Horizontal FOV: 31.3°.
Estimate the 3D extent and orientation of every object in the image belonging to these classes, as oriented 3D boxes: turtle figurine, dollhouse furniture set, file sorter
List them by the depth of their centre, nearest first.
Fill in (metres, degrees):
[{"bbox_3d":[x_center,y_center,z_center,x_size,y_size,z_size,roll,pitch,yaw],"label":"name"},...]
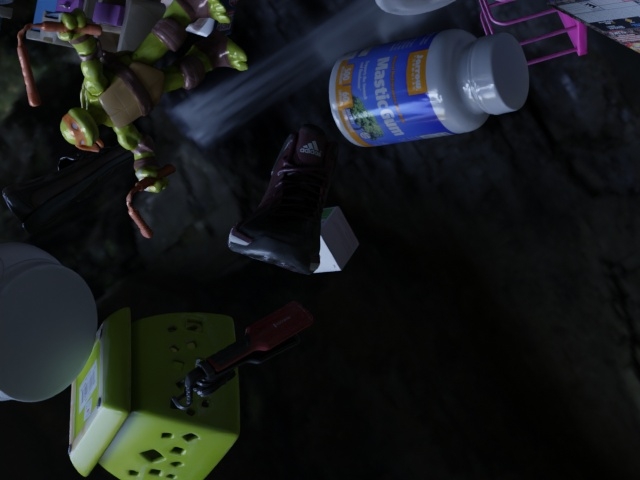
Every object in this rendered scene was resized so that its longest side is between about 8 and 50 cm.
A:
[{"bbox_3d":[-0.180,-0.149,1.156,0.087,0.217,0.269,32,155,49],"label":"turtle figurine"},{"bbox_3d":[-0.371,-0.339,1.313,0.303,0.198,0.286,5,-171,-40],"label":"dollhouse furniture set"},{"bbox_3d":[0.406,-0.509,2.255,0.290,0.182,0.202,68,-174,-56],"label":"file sorter"}]

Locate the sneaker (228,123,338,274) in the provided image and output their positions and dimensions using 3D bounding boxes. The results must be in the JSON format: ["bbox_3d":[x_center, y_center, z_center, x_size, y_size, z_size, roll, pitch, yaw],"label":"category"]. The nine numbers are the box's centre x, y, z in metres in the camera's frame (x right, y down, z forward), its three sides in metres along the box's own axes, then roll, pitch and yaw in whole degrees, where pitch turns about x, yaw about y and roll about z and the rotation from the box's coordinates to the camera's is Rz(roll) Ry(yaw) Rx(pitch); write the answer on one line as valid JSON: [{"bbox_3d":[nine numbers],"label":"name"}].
[{"bbox_3d":[-0.034,-0.058,1.335,0.106,0.162,0.281,17,-174,-5],"label":"sneaker"}]

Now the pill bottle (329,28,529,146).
[{"bbox_3d":[0.160,-0.227,1.681,0.152,0.272,0.152,9,-101,-50],"label":"pill bottle"}]

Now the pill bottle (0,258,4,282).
[{"bbox_3d":[-0.531,0.015,1.482,0.216,0.121,0.121,41,-163,-31],"label":"pill bottle"}]

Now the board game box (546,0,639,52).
[{"bbox_3d":[0.517,-0.356,1.620,0.291,0.141,0.232,19,175,-29],"label":"board game box"}]

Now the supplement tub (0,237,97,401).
[{"bbox_3d":[-0.524,0.108,1.738,0.331,0.241,0.241,11,157,39],"label":"supplement tub"}]

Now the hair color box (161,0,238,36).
[{"bbox_3d":[-0.226,-0.574,2.149,0.174,0.347,0.105,19,-160,13],"label":"hair color box"}]

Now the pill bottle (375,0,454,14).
[{"bbox_3d":[0.137,-0.548,1.871,0.176,0.176,0.318,28,-134,-69],"label":"pill bottle"}]

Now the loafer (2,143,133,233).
[{"bbox_3d":[-0.405,-0.107,1.851,0.084,0.096,0.267,47,-143,-3],"label":"loafer"}]

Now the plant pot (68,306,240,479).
[{"bbox_3d":[-0.266,0.245,1.767,0.207,0.228,0.227,14,-134,-24],"label":"plant pot"}]

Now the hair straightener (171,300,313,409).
[{"bbox_3d":[-0.099,0.153,1.380,0.047,0.089,0.230,41,-140,13],"label":"hair straightener"}]

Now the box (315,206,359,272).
[{"bbox_3d":[0.000,0.000,2.241,0.102,0.101,0.087,60,-136,-27],"label":"box"}]
